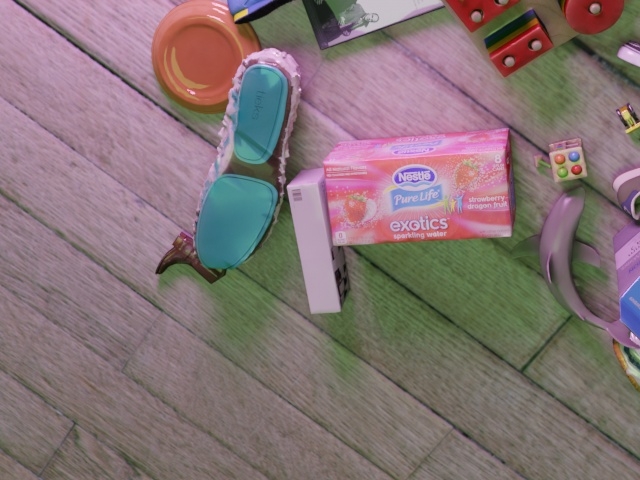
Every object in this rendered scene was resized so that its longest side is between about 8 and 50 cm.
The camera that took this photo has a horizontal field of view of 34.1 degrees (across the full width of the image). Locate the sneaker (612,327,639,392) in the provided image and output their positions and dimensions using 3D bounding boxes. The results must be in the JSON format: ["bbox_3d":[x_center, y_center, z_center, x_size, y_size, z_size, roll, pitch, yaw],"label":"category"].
[{"bbox_3d":[0.621,0.260,1.781,0.131,0.112,0.296,-29,102,21],"label":"sneaker"}]

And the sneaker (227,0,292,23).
[{"bbox_3d":[-0.073,-0.420,1.689,0.209,0.069,0.082,-14,90,38],"label":"sneaker"}]

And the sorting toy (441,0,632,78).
[{"bbox_3d":[0.321,-0.381,1.567,0.255,0.089,0.257,-31,125,22],"label":"sorting toy"}]

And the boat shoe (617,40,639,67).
[{"bbox_3d":[0.576,-0.280,1.607,0.229,0.080,0.076,18,107,5],"label":"boat shoe"}]

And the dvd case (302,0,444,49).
[{"bbox_3d":[0.079,-0.431,1.691,0.239,0.029,0.179,-16,105,18],"label":"dvd case"}]

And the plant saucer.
[{"bbox_3d":[-0.200,-0.312,1.798,0.200,0.037,0.200,5,111,12],"label":"plant saucer"}]

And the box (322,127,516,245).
[{"bbox_3d":[0.168,-0.090,1.737,0.300,0.142,0.154,-2,109,14],"label":"box"}]

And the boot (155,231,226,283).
[{"bbox_3d":[-0.239,0.053,1.948,0.114,0.037,0.106,35,116,-7],"label":"boot"}]

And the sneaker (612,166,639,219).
[{"bbox_3d":[0.566,-0.095,1.664,0.192,0.086,0.064,-27,131,23],"label":"sneaker"}]

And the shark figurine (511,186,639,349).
[{"bbox_3d":[0.415,0.071,1.742,0.166,0.116,0.278,-25,92,24],"label":"shark figurine"}]

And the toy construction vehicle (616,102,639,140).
[{"bbox_3d":[0.534,-0.184,1.674,0.086,0.035,0.098,-28,102,21],"label":"toy construction vehicle"}]

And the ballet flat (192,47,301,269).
[{"bbox_3d":[-0.112,-0.139,1.792,0.147,0.147,0.408,22,115,4],"label":"ballet flat"}]

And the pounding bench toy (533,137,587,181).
[{"bbox_3d":[0.390,-0.128,1.713,0.083,0.065,0.052,-11,108,17],"label":"pounding bench toy"}]

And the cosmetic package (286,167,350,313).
[{"bbox_3d":[0.000,0.000,1.836,0.060,0.099,0.239,-6,109,13],"label":"cosmetic package"}]

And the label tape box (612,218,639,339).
[{"bbox_3d":[0.574,0.102,1.609,0.241,0.333,0.106,43,114,-5],"label":"label tape box"}]
